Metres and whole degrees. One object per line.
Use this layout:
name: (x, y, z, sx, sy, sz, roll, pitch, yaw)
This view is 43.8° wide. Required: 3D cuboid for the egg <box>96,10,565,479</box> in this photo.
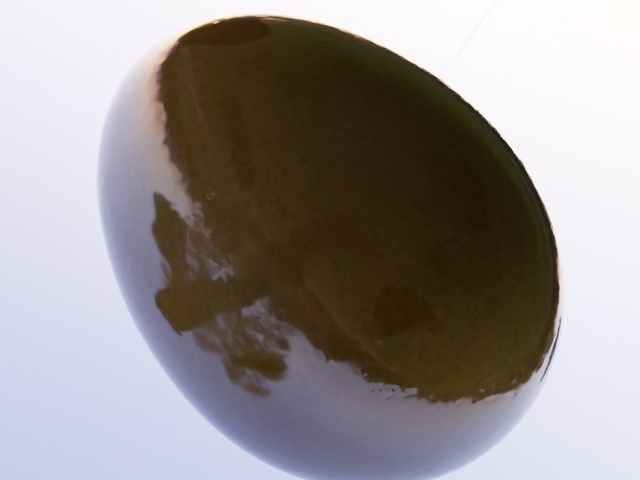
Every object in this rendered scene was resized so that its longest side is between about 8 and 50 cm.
egg: (0.000, 0.000, 0.497, 0.322, 0.250, 0.250, 48, -145, 5)
